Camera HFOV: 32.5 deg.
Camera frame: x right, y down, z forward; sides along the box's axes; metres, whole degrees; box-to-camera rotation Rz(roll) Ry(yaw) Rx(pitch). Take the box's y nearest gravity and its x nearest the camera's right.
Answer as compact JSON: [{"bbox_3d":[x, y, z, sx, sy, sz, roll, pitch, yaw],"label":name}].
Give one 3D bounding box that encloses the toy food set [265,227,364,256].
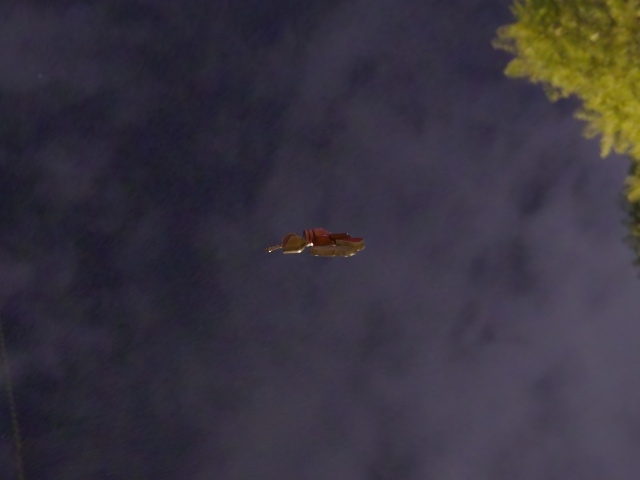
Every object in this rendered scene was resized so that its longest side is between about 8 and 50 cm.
[{"bbox_3d":[0.000,0.000,1.252,0.078,0.122,0.019,-18,-73,-54],"label":"toy food set"}]
